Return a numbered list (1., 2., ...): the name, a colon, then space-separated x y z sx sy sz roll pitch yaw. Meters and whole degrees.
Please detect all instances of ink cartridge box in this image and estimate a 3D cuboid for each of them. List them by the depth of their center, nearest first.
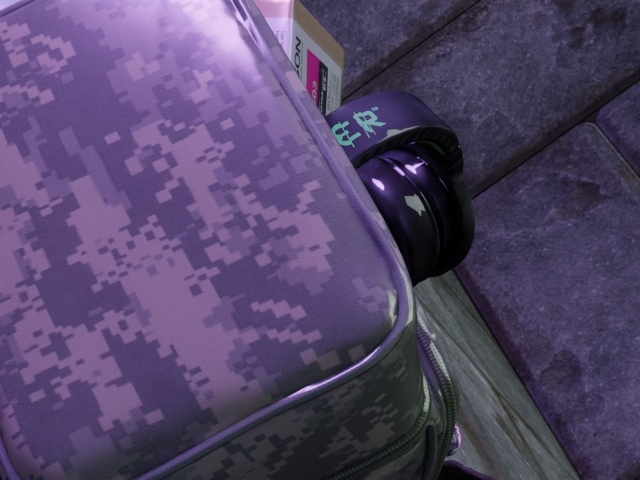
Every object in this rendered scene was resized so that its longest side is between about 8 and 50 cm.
1. ink cartridge box: -0.046 -0.112 1.604 0.193 0.088 0.234 32 61 -72

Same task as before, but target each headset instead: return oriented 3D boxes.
1. headset: 0.000 0.000 1.373 0.185 0.243 0.394 46 -14 24

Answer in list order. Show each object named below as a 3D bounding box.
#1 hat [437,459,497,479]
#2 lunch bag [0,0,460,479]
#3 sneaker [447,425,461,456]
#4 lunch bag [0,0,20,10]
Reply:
1. hat: 0.199 0.327 1.320 0.331 0.134 0.331 33 -21 14
2. lunch bag: -0.071 0.035 0.834 0.305 0.213 0.256 60 -8 32
3. sneaker: 0.115 0.203 1.841 0.119 0.047 0.057 50 11 30
4. lunch bag: -0.151 -0.097 1.249 0.224 0.108 0.279 60 10 12
